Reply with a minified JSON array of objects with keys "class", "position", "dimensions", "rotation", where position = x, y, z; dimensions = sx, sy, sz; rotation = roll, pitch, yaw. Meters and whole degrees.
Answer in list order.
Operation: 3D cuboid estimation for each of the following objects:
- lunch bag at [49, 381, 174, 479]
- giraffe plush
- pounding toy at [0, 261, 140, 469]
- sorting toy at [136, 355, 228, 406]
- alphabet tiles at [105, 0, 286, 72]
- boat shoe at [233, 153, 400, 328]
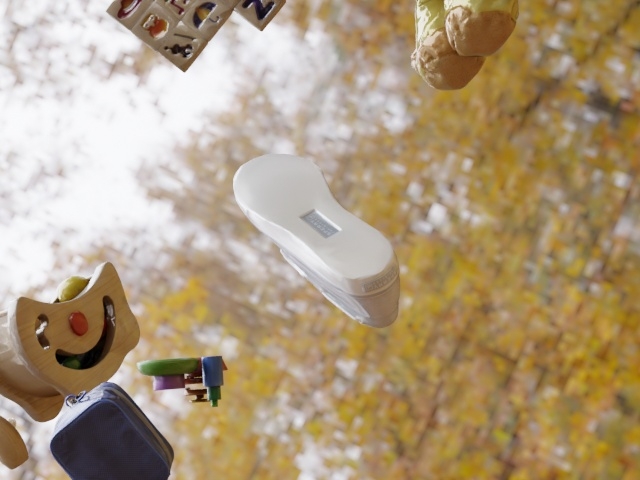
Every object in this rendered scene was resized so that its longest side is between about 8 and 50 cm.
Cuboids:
[{"class":"lunch bag","position":[-0.162,0.157,1.460],"dimensions":[0.067,0.098,0.065],"rotation":[-37,7,4]},{"class":"giraffe plush","position":[0.090,-0.244,1.513],"dimensions":[0.210,0.170,0.181],"rotation":[-61,6,-27]},{"class":"pounding toy","position":[-0.340,0.130,2.198],"dimensions":[0.154,0.154,0.269],"rotation":[57,-146,-17]},{"class":"sorting toy","position":[-0.108,0.118,1.572],"dimensions":[0.102,0.061,0.042],"rotation":[4,-99,-63]},{"class":"alphabet tiles","position":[-0.103,-0.291,1.908],"dimensions":[0.237,0.198,0.009],"rotation":[-52,-25,0]},{"class":"boat shoe","position":[0.000,0.000,1.340],"dimensions":[0.066,0.184,0.063],"rotation":[-31,-49,-23]}]
